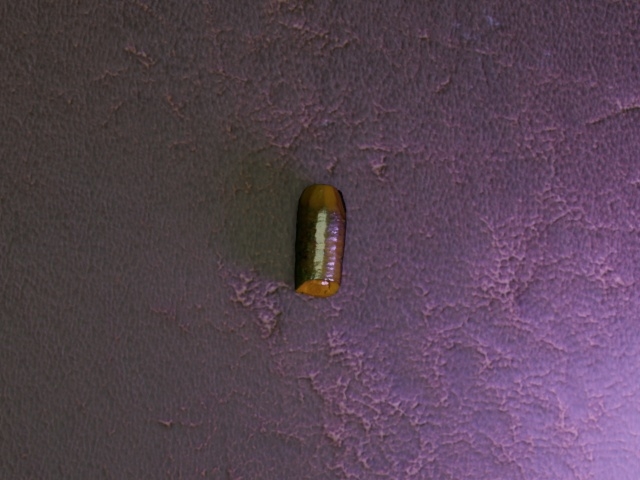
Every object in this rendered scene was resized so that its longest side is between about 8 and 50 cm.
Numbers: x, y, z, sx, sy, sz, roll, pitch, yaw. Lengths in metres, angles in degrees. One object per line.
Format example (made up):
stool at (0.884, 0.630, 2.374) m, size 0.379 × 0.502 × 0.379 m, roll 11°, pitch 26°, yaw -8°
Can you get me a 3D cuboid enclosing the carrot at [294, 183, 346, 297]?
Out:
carrot at (0.000, 0.000, 1.470) m, size 0.082 × 0.082 × 0.173 m, roll 1°, pitch 82°, yaw -4°
